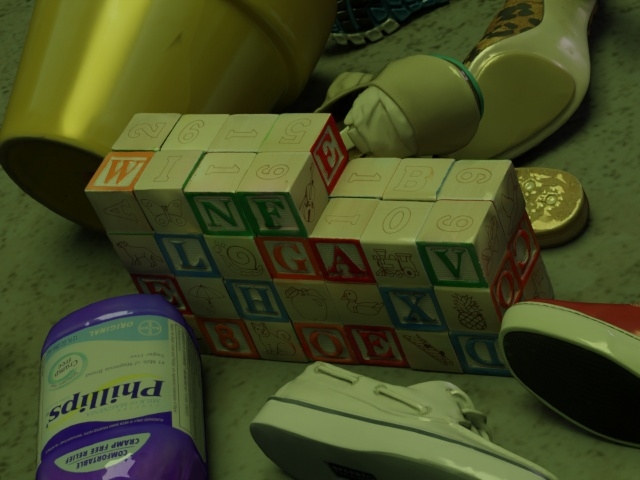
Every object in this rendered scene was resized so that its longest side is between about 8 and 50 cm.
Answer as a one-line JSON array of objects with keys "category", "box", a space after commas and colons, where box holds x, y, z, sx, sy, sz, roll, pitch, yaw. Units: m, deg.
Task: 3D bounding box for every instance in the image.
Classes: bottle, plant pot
[{"category": "bottle", "box": [-0.137, 0.157, 1.364, 0.118, 0.092, 0.283, -16, 38, 7]}, {"category": "plant pot", "box": [-0.142, -0.138, 1.622, 0.254, 0.254, 0.239, 6, 62, 33]}]

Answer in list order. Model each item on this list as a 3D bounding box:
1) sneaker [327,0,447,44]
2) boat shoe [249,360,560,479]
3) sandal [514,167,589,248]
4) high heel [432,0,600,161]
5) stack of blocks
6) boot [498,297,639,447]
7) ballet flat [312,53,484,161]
[{"category": "sneaker", "box": [0.061, -0.234, 1.766, 0.190, 0.071, 0.083, -21, 30, -11]}, {"category": "boat shoe", "box": [0.066, 0.129, 1.290, 0.258, 0.095, 0.084, 16, 56, 39]}, {"category": "sandal", "box": [0.076, -0.034, 1.482, 0.240, 0.079, 0.088, -6, 55, 21]}, {"category": "high heel", "box": [0.158, -0.143, 1.620, 0.261, 0.093, 0.186, -53, 10, -6]}, {"category": "stack of blocks", "box": [0.000, 0.000, 1.419, 0.297, 0.171, 0.087, 3, 44, 29]}, {"category": "boot", "box": [0.254, 0.052, 1.298, 0.244, 0.088, 0.176, 15, 50, 29]}, {"category": "ballet flat", "box": [0.047, -0.090, 1.527, 0.086, 0.086, 0.248, -35, 9, -15]}]
